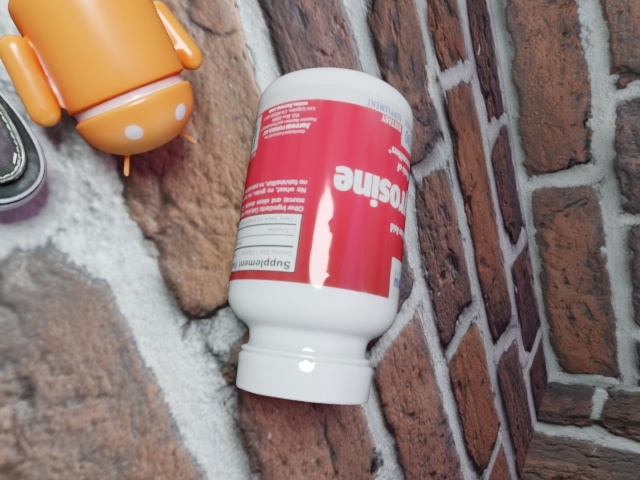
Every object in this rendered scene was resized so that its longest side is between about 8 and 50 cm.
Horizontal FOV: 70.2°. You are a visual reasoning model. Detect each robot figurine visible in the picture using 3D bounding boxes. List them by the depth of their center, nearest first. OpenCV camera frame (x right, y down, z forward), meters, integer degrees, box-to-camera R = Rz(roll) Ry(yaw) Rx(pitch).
[{"bbox_3d":[-0.208,-0.182,0.454,0.158,0.128,0.219,-73,144,-62],"label":"robot figurine"}]

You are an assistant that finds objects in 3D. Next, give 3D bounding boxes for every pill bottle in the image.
[{"bbox_3d":[0.000,0.000,0.630,0.229,0.229,0.408,21,72,-50],"label":"pill bottle"}]

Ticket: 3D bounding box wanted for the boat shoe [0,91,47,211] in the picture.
[{"bbox_3d":[-0.327,-0.147,0.305,0.335,0.119,0.121,53,49,-36],"label":"boat shoe"}]
